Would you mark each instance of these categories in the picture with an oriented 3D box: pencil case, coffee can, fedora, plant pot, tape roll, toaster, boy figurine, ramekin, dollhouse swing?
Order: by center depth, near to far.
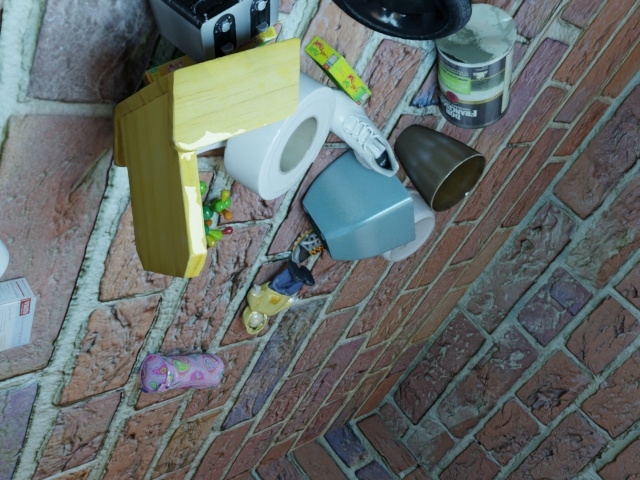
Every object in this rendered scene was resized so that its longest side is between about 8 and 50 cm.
[{"bbox_3d":[-0.184,-0.396,1.066,0.168,0.186,0.110,-40,157,-23],"label":"toaster"},{"bbox_3d":[-0.184,-0.136,1.114,0.315,0.304,0.347,-25,-167,-29],"label":"dollhouse swing"},{"bbox_3d":[0.166,-0.538,1.280,0.334,0.334,0.152,25,79,-61],"label":"fedora"},{"bbox_3d":[-0.085,-0.232,1.415,0.286,0.100,0.286,-52,165,-20],"label":"tape roll"},{"bbox_3d":[0.414,-0.461,1.724,0.202,0.201,0.275,-39,152,-8],"label":"coffee can"},{"bbox_3d":[0.096,-0.085,1.823,0.252,0.247,0.247,-29,152,-6],"label":"plant pot"},{"bbox_3d":[0.333,-0.236,1.911,0.215,0.230,0.215,-31,150,-20],"label":"plant pot"},{"bbox_3d":[-0.421,0.406,1.967,0.124,0.124,0.284,-50,153,13],"label":"pencil case"},{"bbox_3d":[-0.156,0.180,2.000,0.285,0.092,0.177,-43,138,19],"label":"boy figurine"},{"bbox_3d":[0.280,-0.043,2.236,0.273,0.127,0.272,-32,152,-20],"label":"ramekin"}]

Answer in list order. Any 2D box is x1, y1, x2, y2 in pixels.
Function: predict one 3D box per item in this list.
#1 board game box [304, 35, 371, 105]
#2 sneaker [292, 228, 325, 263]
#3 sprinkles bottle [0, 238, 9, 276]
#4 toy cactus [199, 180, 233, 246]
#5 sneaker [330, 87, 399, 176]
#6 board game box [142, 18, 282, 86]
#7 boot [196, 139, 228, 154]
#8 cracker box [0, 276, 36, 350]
[{"bbox_3d":[0.042,-0.383,1.461,0.043,0.092,0.181,-48,153,7],"label":"board game box"},{"bbox_3d":[0.000,0.000,1.976,0.215,0.083,0.084,-44,155,7],"label":"sneaker"},{"bbox_3d":[-0.631,-0.048,1.019,0.121,0.121,0.355,-33,152,-17],"label":"sprinkles bottle"},{"bbox_3d":[-0.289,-0.046,1.521,0.181,0.112,0.219,-25,158,-12],"label":"toy cactus"},{"bbox_3d":[0.104,-0.271,1.606,0.111,0.129,0.297,-48,126,4],"label":"sneaker"},{"bbox_3d":[-0.193,-0.335,1.162,0.260,0.124,0.039,-28,106,-12],"label":"board game box"},{"bbox_3d":[-0.225,-0.239,1.338,0.190,0.069,0.086,-29,156,-23],"label":"boot"},{"bbox_3d":[-0.708,0.171,1.296,0.232,0.067,0.155,-13,142,-43],"label":"cracker box"}]
